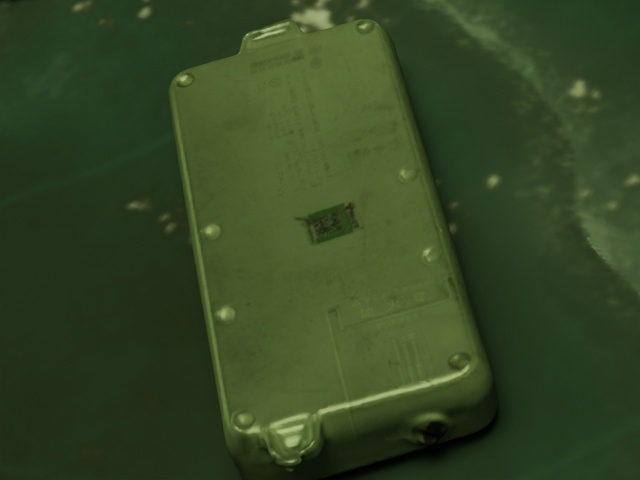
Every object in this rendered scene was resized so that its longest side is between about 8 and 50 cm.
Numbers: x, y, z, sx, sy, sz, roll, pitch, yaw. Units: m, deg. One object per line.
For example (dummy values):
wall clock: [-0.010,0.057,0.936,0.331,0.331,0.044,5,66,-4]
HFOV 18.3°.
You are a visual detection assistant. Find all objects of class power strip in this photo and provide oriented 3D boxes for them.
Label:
power strip: [0.000,0.000,0.922,0.118,0.046,0.270,-15,46,2]
